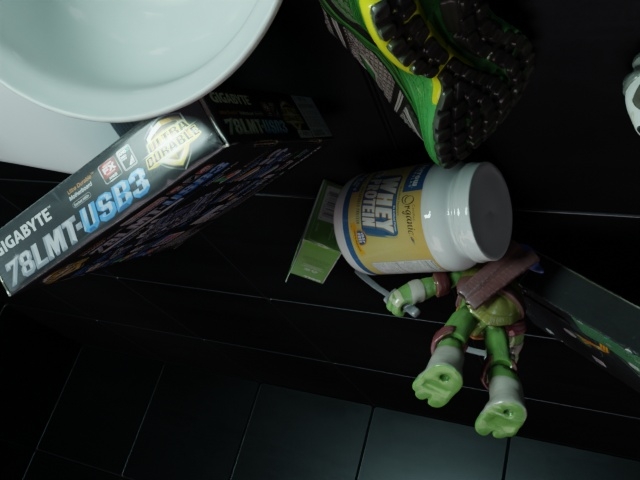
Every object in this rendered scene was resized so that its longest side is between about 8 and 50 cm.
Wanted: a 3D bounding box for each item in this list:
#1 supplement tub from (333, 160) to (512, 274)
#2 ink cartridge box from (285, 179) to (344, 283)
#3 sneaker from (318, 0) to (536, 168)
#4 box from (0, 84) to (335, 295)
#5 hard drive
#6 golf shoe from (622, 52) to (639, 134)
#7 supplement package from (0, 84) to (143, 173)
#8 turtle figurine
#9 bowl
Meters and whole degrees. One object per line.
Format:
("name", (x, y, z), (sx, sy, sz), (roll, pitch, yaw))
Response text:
("supplement tub", (0.133, -0.029, 0.818), (0.199, 0.144, 0.144), (-6, 147, 41))
("ink cartridge box", (0.000, 0.000, 1.012), (0.062, 0.109, 0.209), (19, 156, -3))
("sneaker", (0.094, -0.189, 0.568), (0.146, 0.134, 0.343), (46, -178, 34))
("box", (-0.158, -0.060, 0.690), (0.295, 0.073, 0.293), (-31, 177, 22))
("hard drive", (0.421, 0.138, 0.897), (0.237, 0.064, 0.339), (41, 178, -42))
("golf shoe", (0.369, -0.116, 0.537), (0.198, 0.094, 0.077), (5, 152, 22))
("supplement package", (-0.326, -0.193, 0.771), (0.261, 0.145, 0.204), (11, 155, 14))
("turtle figurine", (0.186, 0.140, 0.850), (0.274, 0.266, 0.198), (-20, 116, 27))
("bowl", (-0.145, -0.245, 0.475), (0.297, 0.298, 0.134), (14, -161, 8))
